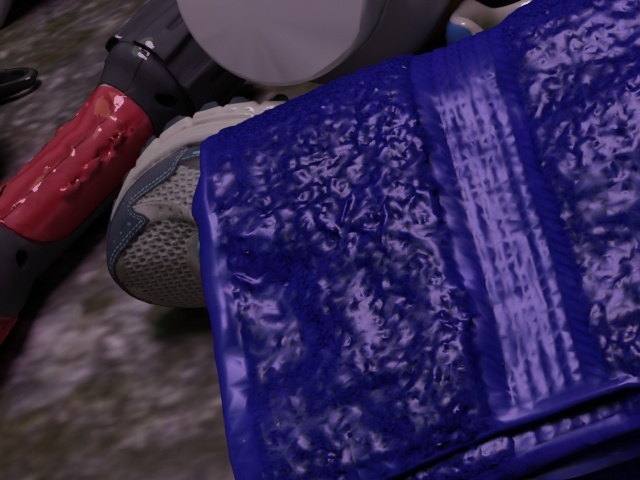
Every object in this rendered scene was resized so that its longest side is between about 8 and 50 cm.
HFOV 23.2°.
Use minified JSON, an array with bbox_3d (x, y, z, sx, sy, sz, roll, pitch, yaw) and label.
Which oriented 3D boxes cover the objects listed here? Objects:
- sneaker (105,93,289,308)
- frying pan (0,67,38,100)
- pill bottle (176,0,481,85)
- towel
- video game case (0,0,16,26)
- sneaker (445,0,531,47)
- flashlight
[{"bbox_3d":[0.000,0.000,0.742,0.283,0.110,0.122,-12,44,33],"label":"sneaker"},{"bbox_3d":[-0.380,-0.089,1.256,0.326,0.053,0.197,9,52,51],"label":"frying pan"},{"bbox_3d":[0.019,-0.161,0.833,0.136,0.136,0.245,-16,13,26],"label":"pill bottle"},{"bbox_3d":[0.098,-0.001,0.600,0.308,0.076,0.228,-21,64,15],"label":"towel"},{"bbox_3d":[-0.197,-0.383,1.307,0.300,0.036,0.329,-76,11,-47],"label":"video game case"},{"bbox_3d":[0.159,-0.106,0.762,0.211,0.081,0.080,-21,33,17],"label":"sneaker"},{"bbox_3d":[-0.163,-0.033,0.932,0.103,0.103,0.304,13,55,51],"label":"flashlight"}]
